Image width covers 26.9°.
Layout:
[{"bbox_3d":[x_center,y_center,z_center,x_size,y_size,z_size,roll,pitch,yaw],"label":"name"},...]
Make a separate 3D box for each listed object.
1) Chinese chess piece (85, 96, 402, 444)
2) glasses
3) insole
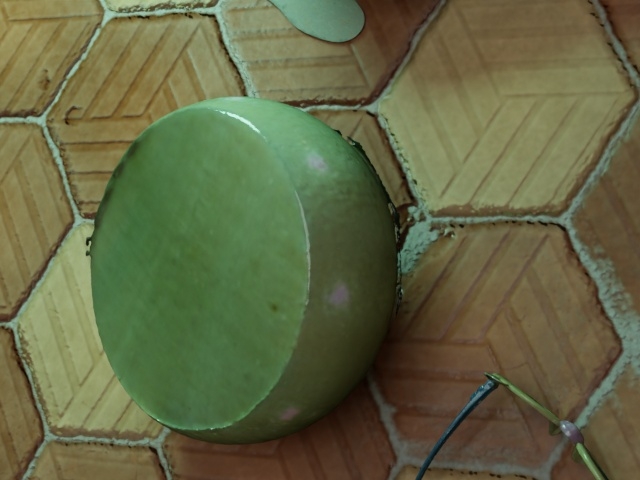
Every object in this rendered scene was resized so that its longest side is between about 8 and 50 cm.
[{"bbox_3d":[-0.081,0.030,1.356,0.349,0.146,0.349,-2,87,42],"label":"Chinese chess piece"},{"bbox_3d":[0.184,0.253,1.298,0.189,0.088,0.220,48,119,24],"label":"glasses"},{"bbox_3d":[-0.028,-0.282,1.531,0.197,0.004,0.065,35,94,26],"label":"insole"}]
